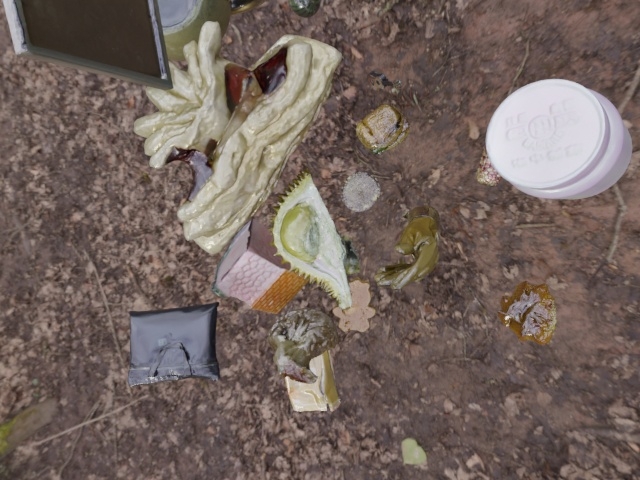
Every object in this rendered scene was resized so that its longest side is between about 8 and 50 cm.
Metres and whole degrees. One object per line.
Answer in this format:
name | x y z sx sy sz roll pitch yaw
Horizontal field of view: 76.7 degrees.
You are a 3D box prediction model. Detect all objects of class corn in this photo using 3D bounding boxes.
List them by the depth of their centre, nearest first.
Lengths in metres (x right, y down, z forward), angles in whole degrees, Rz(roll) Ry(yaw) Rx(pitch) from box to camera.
corn | 0.678 -0.354 1.559 0.099 0.098 0.289 12 99 10

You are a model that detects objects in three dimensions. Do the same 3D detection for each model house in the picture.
model house | -0.182 0.095 1.278 0.238 0.237 0.202 33 107 -19

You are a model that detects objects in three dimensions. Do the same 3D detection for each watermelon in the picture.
watermelon | -0.058 -0.820 1.376 0.105 0.105 0.133 -45 46 14

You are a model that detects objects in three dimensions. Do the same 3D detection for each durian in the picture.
durian | 0.000 0.000 0.875 0.167 0.172 0.305 -15 95 42

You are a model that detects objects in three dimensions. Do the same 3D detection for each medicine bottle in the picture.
medicine bottle | 0.492 -0.190 0.824 0.214 0.379 0.213 5 97 39

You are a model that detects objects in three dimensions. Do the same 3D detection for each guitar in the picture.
guitar | 0.294 -0.708 1.810 0.038 0.271 0.083 -39 123 -3

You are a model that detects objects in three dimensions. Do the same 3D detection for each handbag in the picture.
handbag | -0.400 0.285 1.109 0.255 0.088 0.210 -6 75 -1

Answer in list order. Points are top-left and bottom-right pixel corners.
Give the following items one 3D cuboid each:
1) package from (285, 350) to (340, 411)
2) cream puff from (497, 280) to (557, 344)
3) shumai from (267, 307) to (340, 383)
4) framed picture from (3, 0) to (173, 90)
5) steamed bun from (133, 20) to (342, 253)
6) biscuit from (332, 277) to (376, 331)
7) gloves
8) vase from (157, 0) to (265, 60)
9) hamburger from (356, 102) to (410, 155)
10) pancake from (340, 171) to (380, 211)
package | -0.025 0.559 1.693 0.165 0.222 0.310 14 118 54
cream puff | 0.896 0.314 1.733 0.241 0.155 0.268 -39 58 35
shumai | -0.053 0.291 1.100 0.206 0.175 0.166 -28 106 18
framed picture | -0.264 -0.333 0.451 0.016 0.213 0.288 -4 100 20
steamed bun | -0.177 -0.206 0.709 0.428 0.189 0.247 -51 57 18
biscuit | 0.142 0.273 1.711 0.185 0.035 0.248 -2 108 6
gloves | 0.268 0.031 1.152 0.141 0.331 0.154 31 139 0
vase | -0.273 -0.536 0.909 0.330 0.302 0.240 -11 108 -1
hamburger | 0.256 -0.469 1.674 0.206 0.130 0.183 -33 65 7
pancake | 0.182 -0.222 1.841 0.200 0.021 0.199 -6 72 19
